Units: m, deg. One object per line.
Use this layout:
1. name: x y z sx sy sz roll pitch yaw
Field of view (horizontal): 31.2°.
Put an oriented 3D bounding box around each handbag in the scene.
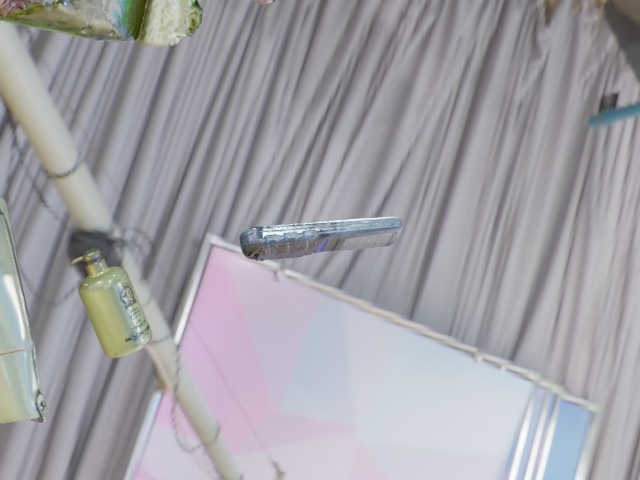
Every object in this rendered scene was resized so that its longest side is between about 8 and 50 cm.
1. handbag: -0.402 0.112 1.193 0.241 0.315 0.109 -5 10 14

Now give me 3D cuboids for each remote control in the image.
1. remote control: 0.000 -0.001 1.070 0.152 0.027 0.043 -6 -29 -16

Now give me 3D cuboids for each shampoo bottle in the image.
1. shampoo bottle: -0.312 0.088 1.701 0.079 0.162 0.079 -18 14 5

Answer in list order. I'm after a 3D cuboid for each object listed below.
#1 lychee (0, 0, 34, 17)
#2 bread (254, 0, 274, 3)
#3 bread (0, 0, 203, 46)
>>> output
1. lychee: -0.300 -0.280 0.943 0.200 0.200 0.238 28 -19 -39
2. bread: -0.135 -0.449 1.693 0.228 0.033 0.228 53 -15 20
3. bread: -0.349 -0.362 1.593 0.382 0.129 0.366 13 16 -7
